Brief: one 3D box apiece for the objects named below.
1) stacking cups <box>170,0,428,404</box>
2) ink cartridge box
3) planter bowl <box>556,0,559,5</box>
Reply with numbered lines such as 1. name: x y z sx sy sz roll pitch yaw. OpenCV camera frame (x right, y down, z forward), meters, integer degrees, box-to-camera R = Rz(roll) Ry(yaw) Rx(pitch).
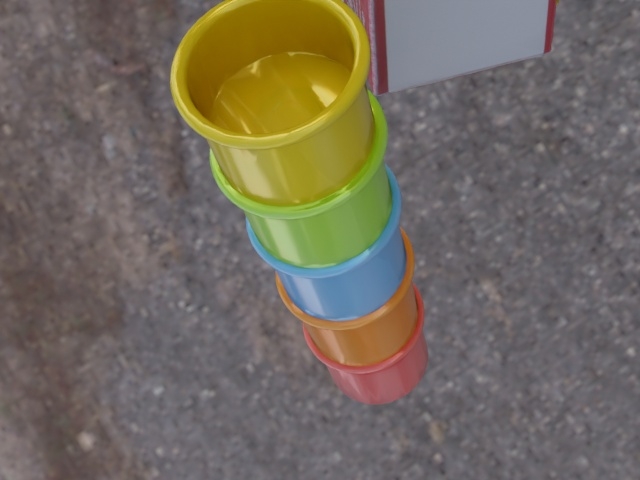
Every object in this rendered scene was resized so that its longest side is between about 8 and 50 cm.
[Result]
1. stacking cups: 0.000 0.000 0.809 0.096 0.096 0.316 42 163 29
2. ink cartridge box: 0.042 -0.255 0.850 0.197 0.114 0.273 83 172 -58
3. planter bowl: 0.175 -0.332 1.627 0.217 0.217 0.090 52 159 15
